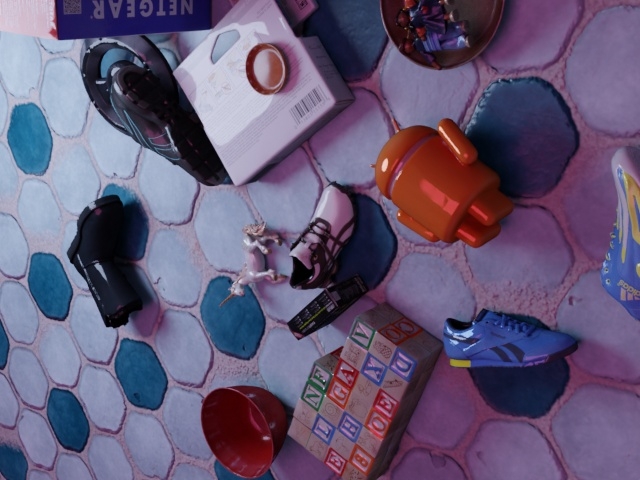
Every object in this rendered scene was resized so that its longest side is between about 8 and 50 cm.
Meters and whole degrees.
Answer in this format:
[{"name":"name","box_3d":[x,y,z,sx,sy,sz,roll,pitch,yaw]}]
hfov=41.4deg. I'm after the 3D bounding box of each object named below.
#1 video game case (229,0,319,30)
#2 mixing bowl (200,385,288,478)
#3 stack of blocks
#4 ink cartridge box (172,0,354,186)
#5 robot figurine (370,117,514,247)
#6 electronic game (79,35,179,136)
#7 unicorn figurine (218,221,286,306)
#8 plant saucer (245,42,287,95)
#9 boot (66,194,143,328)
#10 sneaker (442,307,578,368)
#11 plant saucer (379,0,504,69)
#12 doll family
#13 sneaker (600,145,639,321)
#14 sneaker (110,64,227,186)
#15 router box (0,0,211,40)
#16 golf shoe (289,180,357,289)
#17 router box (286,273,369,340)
[{"name":"video game case","box_3d":[-0.088,-0.407,1.393,0.143,0.019,0.157,-33,84,40]},{"name":"mixing bowl","box_3d":[-0.128,0.346,1.608,0.181,0.098,0.181,13,112,35]},{"name":"stack of blocks","box_3d":[0.070,0.254,1.431,0.171,0.087,0.297,35,123,25]},{"name":"ink cartridge box","box_3d":[-0.104,-0.259,1.425,0.275,0.060,0.239,-35,81,39]},{"name":"robot figurine","box_3d":[0.170,-0.084,1.223,0.219,0.128,0.158,39,169,22]},{"name":"electronic game","box_3d":[-0.363,-0.297,1.601,0.229,0.048,0.229,17,129,23]},{"name":"unicorn figurine","box_3d":[-0.119,0.046,1.540,0.111,0.060,0.161,5,91,37]},{"name":"plant saucer","box_3d":[-0.086,-0.275,1.359,0.083,0.013,0.083,13,113,34]},{"name":"boot","box_3d":[-0.426,0.049,1.747,0.207,0.094,0.246,55,136,15]},{"name":"sneaker","box_3d":[0.272,0.142,1.251,0.209,0.069,0.082,-8,95,39]},{"name":"plant saucer","box_3d":[0.175,-0.342,1.196,0.199,0.036,0.198,13,113,35]},{"name":"doll family","box_3d":[0.137,-0.326,1.161,0.111,0.076,0.193,-6,103,34]},{"name":"sneaker","box_3d":[0.401,0.005,1.093,0.126,0.091,0.240,-24,90,41]},{"name":"sneaker","box_3d":[-0.276,-0.199,1.539,0.267,0.101,0.106,47,143,-7]},{"name":"router box","box_3d":[-0.406,-0.404,1.437,0.301,0.335,0.082,16,113,32]},{"name":"golf shoe","box_3d":[0.000,0.000,1.404,0.077,0.094,0.198,27,118,30]},{"name":"router box","box_3d":[0.012,0.113,1.430,0.038,0.092,0.122,55,129,10]}]
